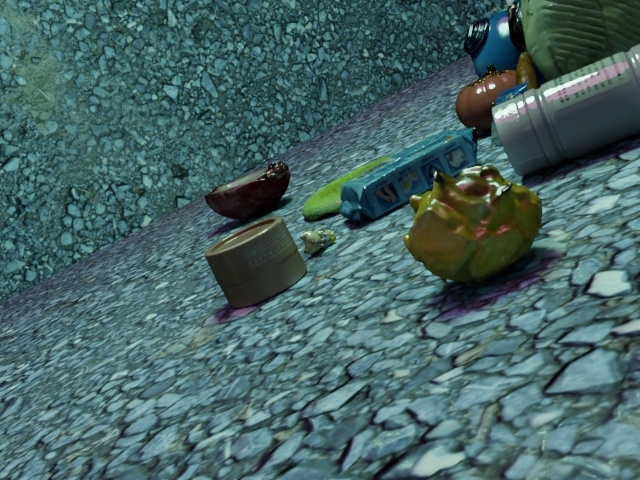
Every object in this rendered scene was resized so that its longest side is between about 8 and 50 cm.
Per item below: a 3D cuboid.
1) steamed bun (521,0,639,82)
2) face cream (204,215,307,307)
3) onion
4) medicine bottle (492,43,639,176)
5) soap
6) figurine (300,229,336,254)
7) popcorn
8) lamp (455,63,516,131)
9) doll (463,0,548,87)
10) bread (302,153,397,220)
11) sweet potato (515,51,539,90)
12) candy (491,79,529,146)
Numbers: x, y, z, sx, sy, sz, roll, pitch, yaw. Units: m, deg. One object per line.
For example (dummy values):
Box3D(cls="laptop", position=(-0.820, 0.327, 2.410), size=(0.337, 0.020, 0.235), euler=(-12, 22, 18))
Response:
Box3D(cls="steamed bun", position=(0.558, -0.476, 1.781), size=(0.310, 0.324, 0.219), euler=(-19, 6, -10))
Box3D(cls="face cream", position=(-0.110, 0.036, 1.425), size=(0.149, 0.104, 0.149), euler=(-25, 11, 5))
Box3D(cls="onion", position=(-0.175, -0.132, 2.288), size=(0.227, 0.120, 0.284), euler=(-32, 10, -39))
Box3D(cls="medicine bottle", position=(0.410, -0.201, 1.312), size=(0.250, 0.133, 0.133), euler=(-23, 12, 20))
Box3D(cls="soap", position=(0.167, -0.128, 1.640), size=(0.293, 0.077, 0.156), euler=(-28, 12, -7))
Box3D(cls="figurine", position=(0.000, 0.000, 1.529), size=(0.051, 0.047, 0.083), euler=(-5, 11, 21))
Box3D(cls="popcorn", position=(0.178, -0.018, 0.991), size=(0.167, 0.152, 0.148), euler=(-28, 39, -20))
Box3D(cls="lamp", position=(0.392, -0.326, 1.898), size=(0.182, 0.140, 0.182), euler=(-24, 8, 4))
Box3D(cls="doll", position=(0.509, -0.482, 2.048), size=(0.310, 0.284, 0.240), euler=(148, 139, -71))
Box3D(cls="bread", position=(0.082, -0.127, 1.911), size=(0.301, 0.045, 0.301), euler=(-26, 11, 5))
Box3D(cls="sweet potato", position=(0.439, -0.322, 1.769), size=(0.057, 0.057, 0.264), euler=(-18, 43, 32))
Box3D(cls="candy", position=(0.387, -0.255, 1.705), size=(0.088, 0.038, 0.136), euler=(-14, 60, 52))
